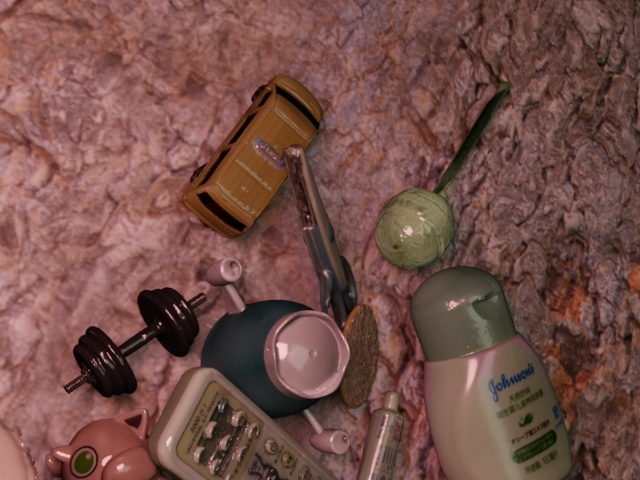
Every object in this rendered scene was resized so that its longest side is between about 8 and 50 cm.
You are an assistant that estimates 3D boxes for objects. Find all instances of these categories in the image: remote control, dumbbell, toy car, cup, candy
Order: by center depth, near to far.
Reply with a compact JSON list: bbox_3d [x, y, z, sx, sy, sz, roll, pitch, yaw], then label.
[{"bbox_3d":[-0.226,0.125,1.043,0.208,0.099,0.099,-35,98,-29],"label":"dumbbell"},{"bbox_3d":[-0.084,0.293,1.057,0.335,0.065,0.128,50,54,-35],"label":"remote control"},{"bbox_3d":[-0.049,0.152,1.094,0.167,0.173,0.300,-36,98,-31],"label":"cup"},{"bbox_3d":[-0.077,-0.128,1.161,0.101,0.124,0.257,41,65,-18],"label":"toy car"},{"bbox_3d":[0.220,-0.122,1.349,0.119,0.119,0.440,46,56,-14],"label":"candy"}]

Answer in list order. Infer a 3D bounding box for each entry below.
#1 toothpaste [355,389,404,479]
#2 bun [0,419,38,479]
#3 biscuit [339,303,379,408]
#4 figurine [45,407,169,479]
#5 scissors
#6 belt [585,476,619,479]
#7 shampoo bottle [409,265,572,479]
[{"bbox_3d":[0.076,0.347,1.199,0.069,0.047,0.269,28,69,-42],"label":"toothpaste"},{"bbox_3d":[-0.422,0.310,0.872,0.263,0.175,0.263,5,46,-6],"label":"bun"},{"bbox_3d":[0.054,0.163,1.191,0.152,0.020,0.152,2,90,-67],"label":"biscuit"},{"bbox_3d":[-0.246,0.272,0.988,0.138,0.125,0.125,-20,90,8],"label":"figurine"},{"bbox_3d":[0.000,0.000,1.147,0.138,0.041,0.289,-66,145,-55],"label":"scissors"},{"bbox_3d":[0.394,0.442,1.265,0.257,0.207,0.150,2,82,-21],"label":"belt"},{"bbox_3d":[0.243,0.208,1.259,0.221,0.151,0.350,-18,88,-29],"label":"shampoo bottle"}]
